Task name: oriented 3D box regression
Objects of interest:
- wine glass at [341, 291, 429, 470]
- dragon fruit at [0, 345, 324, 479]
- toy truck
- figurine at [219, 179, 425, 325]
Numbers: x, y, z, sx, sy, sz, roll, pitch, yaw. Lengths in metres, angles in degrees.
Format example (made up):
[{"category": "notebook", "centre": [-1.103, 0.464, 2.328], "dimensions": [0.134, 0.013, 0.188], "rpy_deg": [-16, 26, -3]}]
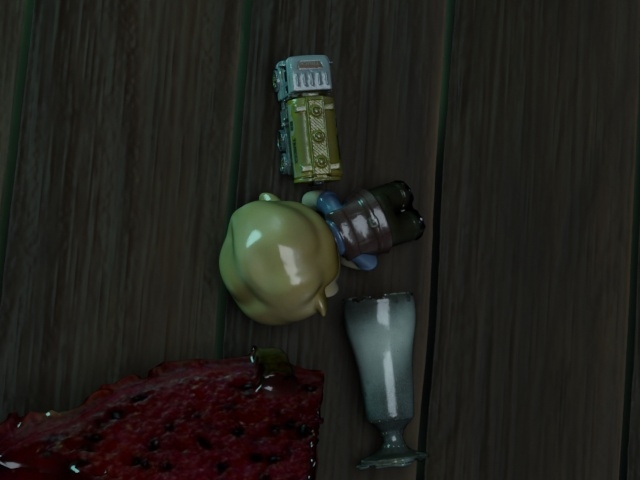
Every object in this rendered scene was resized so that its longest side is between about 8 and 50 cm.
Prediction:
[{"category": "wine glass", "centre": [0.058, 0.127, 1.541], "dimensions": [0.072, 0.072, 0.155], "rpy_deg": [-5, 86, -14]}, {"category": "dragon fruit", "centre": [-0.128, 0.203, 1.404], "dimensions": [0.330, 0.240, 0.302], "rpy_deg": [18, 61, -18]}, {"category": "toy truck", "centre": [-0.010, -0.109, 1.557], "dimensions": [0.052, 0.063, 0.123], "rpy_deg": [-4, 85, -13]}, {"category": "figurine", "centre": [0.000, 0.000, 1.539], "dimensions": [0.196, 0.108, 0.114], "rpy_deg": [-26, 100, -33]}]
